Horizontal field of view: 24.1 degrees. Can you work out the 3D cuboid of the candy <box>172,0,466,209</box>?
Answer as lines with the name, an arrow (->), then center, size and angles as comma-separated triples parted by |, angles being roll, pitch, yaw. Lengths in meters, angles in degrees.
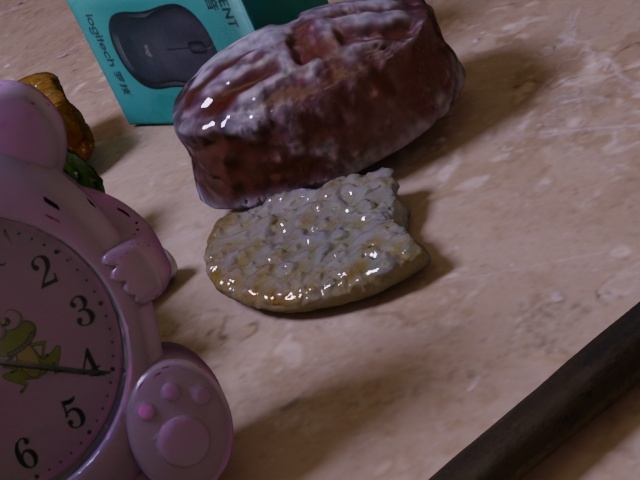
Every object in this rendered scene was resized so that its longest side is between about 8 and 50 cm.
candy -> -0.006, -0.143, 1.452 | 0.289, 0.157, 0.214 | -28, 30, -6

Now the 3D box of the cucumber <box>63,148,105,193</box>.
cucumber -> -0.271, 0.016, 1.439 | 0.134, 0.134, 0.244 | -22, 36, 6

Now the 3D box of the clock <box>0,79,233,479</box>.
clock -> -0.243, 0.072, 1.051 | 0.295, 0.322, 0.113 | -25, 7, -8

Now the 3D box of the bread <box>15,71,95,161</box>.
bread -> -0.446, -0.060, 1.742 | 0.380, 0.109, 0.185 | -28, 30, -4

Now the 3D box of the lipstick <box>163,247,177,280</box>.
lipstick -> -0.188, 0.057, 1.365 | 0.040, 0.040, 0.141 | 4, 37, 45

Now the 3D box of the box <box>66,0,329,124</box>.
box -> -0.132, -0.242, 1.697 | 0.311, 0.205, 0.118 | 4, 39, 45

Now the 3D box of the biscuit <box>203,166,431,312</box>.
biscuit -> 0.000, 0.000, 1.309 | 0.188, 0.040, 0.265 | -39, 30, -26

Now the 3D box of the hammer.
hammer -> 0.074, 0.170, 0.918 | 0.440, 0.044, 0.168 | -35, 29, -22
